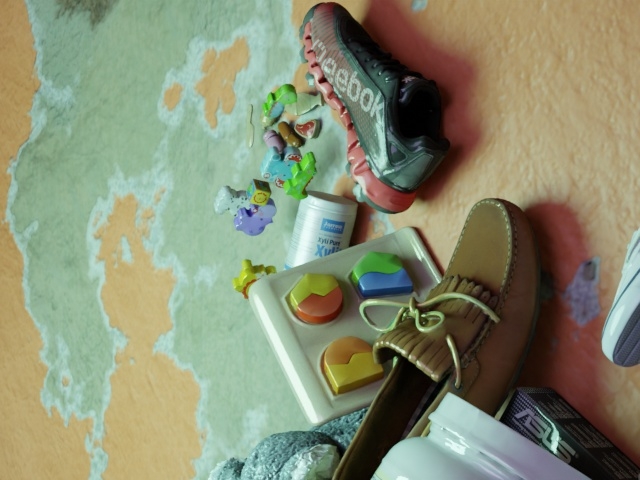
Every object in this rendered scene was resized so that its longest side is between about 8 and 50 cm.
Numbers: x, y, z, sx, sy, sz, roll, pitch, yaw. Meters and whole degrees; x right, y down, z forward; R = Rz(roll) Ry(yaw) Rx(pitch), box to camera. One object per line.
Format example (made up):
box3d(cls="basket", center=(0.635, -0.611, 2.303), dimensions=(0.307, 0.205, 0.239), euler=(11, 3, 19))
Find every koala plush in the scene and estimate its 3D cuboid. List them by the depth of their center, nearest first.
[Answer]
box3d(cls="koala plush", center=(-0.002, 0.261, 1.654), dimensions=(0.196, 0.221, 0.203), euler=(-16, 75, 45))

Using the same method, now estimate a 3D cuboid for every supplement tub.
box3d(cls="supplement tub", center=(0.115, 0.328, 1.372), dimensions=(0.235, 0.235, 0.325), euler=(29, 85, 44))
box3d(cls="supplement tub", center=(0.000, 0.000, 1.783), dimensions=(0.071, 0.071, 0.107), euler=(24, 105, 45))

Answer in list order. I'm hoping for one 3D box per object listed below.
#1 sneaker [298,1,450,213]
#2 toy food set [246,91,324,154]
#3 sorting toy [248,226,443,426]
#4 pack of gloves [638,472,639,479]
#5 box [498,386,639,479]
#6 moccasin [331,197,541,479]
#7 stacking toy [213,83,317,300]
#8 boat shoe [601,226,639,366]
box3d(cls="sneaker", center=(0.067, -0.173, 1.708), dimensions=(0.135, 0.097, 0.276), euler=(-40, 61, 37))
box3d(cls="toy food set", center=(-0.041, -0.145, 1.879), dimensions=(0.122, 0.019, 0.078), euler=(1, 88, 39))
box3d(cls="sorting toy", center=(0.047, 0.088, 1.655), dimensions=(0.038, 0.208, 0.193), euler=(87, 159, -58))
box3d(cls="pack of gloves", center=(0.303, 0.226, 1.286), dimensions=(0.232, 0.046, 0.195), euler=(-118, 41, -74))
box3d(cls="box", center=(0.251, 0.311, 1.498), dimensions=(0.270, 0.060, 0.216), euler=(44, 118, 39))
box3d(cls="moccasin", center=(0.112, 0.127, 1.545), dimensions=(0.380, 0.147, 0.139), euler=(-63, 26, -5))
box3d(cls="stacking toy", center=(-0.060, -0.060, 1.815), dimensions=(0.221, 0.052, 0.167), euler=(-61, 30, 32))
box3d(cls="boat shoe", center=(0.334, 0.014, 1.434), dimensions=(0.226, 0.083, 0.076), euler=(-57, 38, 13))
